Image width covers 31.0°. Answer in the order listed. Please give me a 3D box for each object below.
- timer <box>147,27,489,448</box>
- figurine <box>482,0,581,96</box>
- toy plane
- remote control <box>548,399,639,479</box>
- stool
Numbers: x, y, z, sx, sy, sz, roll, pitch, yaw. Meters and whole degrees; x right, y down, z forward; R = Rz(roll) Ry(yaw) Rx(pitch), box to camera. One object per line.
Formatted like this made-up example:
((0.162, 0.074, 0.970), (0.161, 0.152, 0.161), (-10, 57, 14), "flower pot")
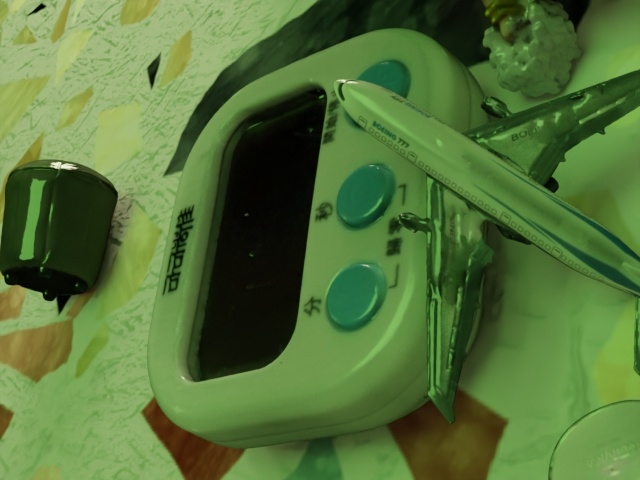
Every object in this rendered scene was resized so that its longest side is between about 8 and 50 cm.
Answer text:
((0.000, 0.000, 0.735), (0.237, 0.087, 0.262), (-17, 54, 40), "timer")
((0.108, -0.192, 0.695), (0.240, 0.116, 0.175), (19, 81, 33), "figurine")
((0.099, -0.022, 0.596), (0.226, 0.058, 0.226), (34, 83, 25), "toy plane")
((0.153, 0.178, 0.489), (0.073, 0.044, 0.229), (-28, 56, 27), "remote control")
((-0.227, -0.010, 0.992), (0.096, 0.096, 0.110), (-13, 63, 43), "stool")
